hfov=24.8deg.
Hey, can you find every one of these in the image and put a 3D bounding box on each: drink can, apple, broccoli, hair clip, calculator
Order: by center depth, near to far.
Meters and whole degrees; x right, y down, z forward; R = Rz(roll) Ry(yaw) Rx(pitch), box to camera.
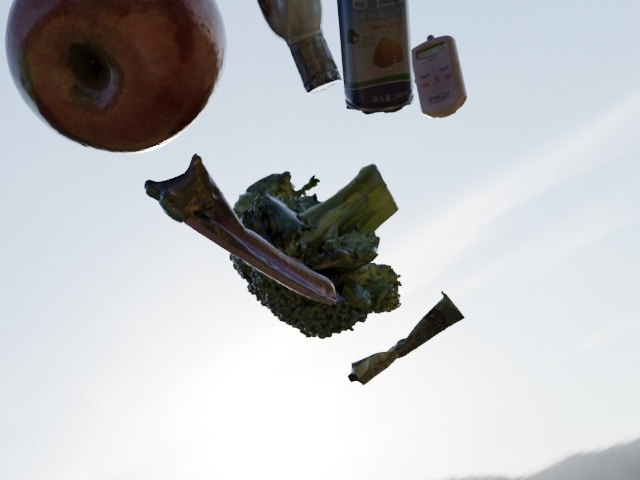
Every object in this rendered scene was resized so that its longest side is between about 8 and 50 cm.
[{"bbox_3d":[0.068,-0.286,1.859,0.097,0.097,0.235,-16,-60,-22],"label":"drink can"},{"bbox_3d":[-0.089,0.007,2.040,0.110,0.096,0.358,-6,-37,47],"label":"hair clip"},{"bbox_3d":[-0.295,-0.291,2.173,0.345,0.345,0.269,-40,2,33],"label":"apple"},{"bbox_3d":[-0.013,0.020,2.421,0.317,0.277,0.338,-28,10,31],"label":"broccoli"},{"bbox_3d":[0.231,-0.324,2.855,0.100,0.175,0.032,-19,-17,27],"label":"calculator"}]

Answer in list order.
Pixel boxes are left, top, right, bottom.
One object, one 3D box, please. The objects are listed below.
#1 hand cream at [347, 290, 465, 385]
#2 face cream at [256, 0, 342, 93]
[{"bbox_3d":[0.154,0.191,2.753,0.248,0.052,0.075,-37,-32,0],"label":"hand cream"},{"bbox_3d":[-0.049,-0.341,1.971,0.071,0.291,0.144,-22,-1,-18],"label":"face cream"}]
